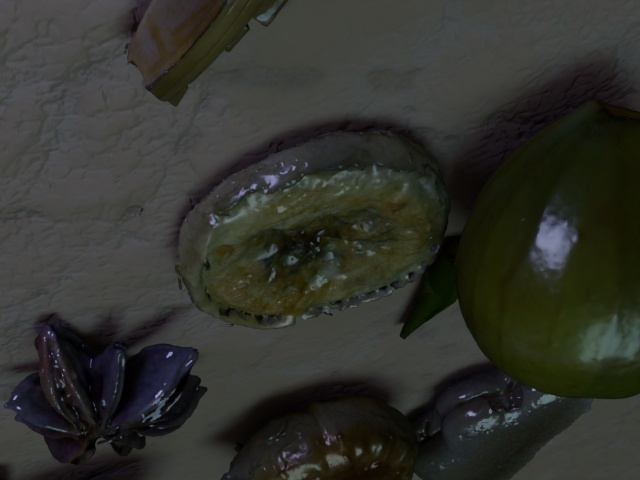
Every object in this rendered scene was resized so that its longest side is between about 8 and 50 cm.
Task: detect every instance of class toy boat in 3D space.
[{"bbox_3d":[-0.056,-0.165,0.666,0.072,0.064,0.206,-11,154,-49],"label":"toy boat"}]

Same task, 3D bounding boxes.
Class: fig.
[{"bbox_3d":[0.242,0.004,0.930,0.240,0.239,0.271,-10,125,-16],"label":"fig"}]

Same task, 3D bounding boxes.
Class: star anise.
[{"bbox_3d":[-0.217,0.155,1.042,0.229,0.093,0.236,-23,145,15],"label":"star anise"}]

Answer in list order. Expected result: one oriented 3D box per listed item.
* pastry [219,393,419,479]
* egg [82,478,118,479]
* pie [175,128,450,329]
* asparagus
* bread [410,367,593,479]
[{"bbox_3d":[0.005,0.282,1.327,0.236,0.120,0.257,-31,145,10],"label":"pastry"},{"bbox_3d":[-0.291,0.391,1.260,0.242,0.186,0.186,-24,148,13],"label":"egg"},{"bbox_3d":[0.000,0.000,0.949,0.274,0.055,0.274,-14,147,-9],"label":"pie"},{"bbox_3d":[0.128,0.061,1.128,0.045,0.041,0.178,0,145,-16],"label":"asparagus"},{"bbox_3d":[0.224,0.262,1.432,0.183,0.102,0.337,1,142,-30],"label":"bread"}]
